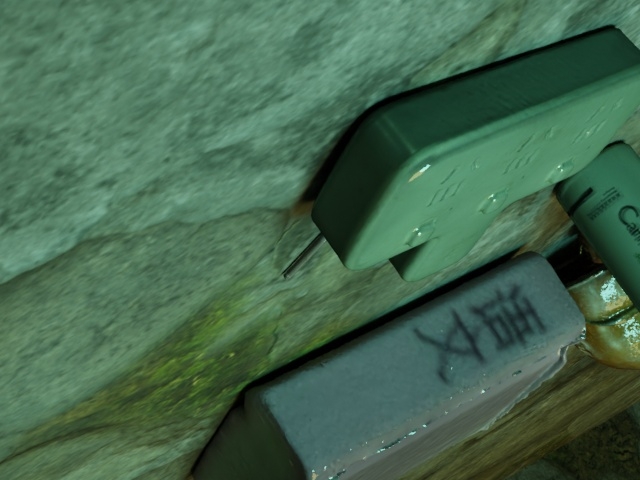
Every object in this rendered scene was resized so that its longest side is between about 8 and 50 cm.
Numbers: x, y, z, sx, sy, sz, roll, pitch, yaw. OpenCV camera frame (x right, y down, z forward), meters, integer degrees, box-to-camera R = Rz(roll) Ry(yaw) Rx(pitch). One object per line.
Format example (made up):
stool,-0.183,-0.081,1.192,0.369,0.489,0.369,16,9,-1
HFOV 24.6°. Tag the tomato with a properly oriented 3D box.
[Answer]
tomato,0.369,0.065,1.641,0.214,0.155,0.181,-31,-172,-3

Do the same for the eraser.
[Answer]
eraser,0.063,0.171,1.486,0.359,0.122,0.272,-24,163,-30

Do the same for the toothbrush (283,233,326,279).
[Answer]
toothbrush,0.000,0.000,1.064,0.008,0.006,0.097,-13,154,-48

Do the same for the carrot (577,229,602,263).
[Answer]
carrot,0.375,-0.059,1.547,0.248,0.059,0.059,-37,164,1

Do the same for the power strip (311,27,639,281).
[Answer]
power strip,0.106,-0.046,1.031,0.265,0.059,0.194,-23,157,-37

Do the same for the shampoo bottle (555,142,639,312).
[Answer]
shampoo bottle,0.321,0.037,1.334,0.085,0.262,0.085,-31,164,-10
